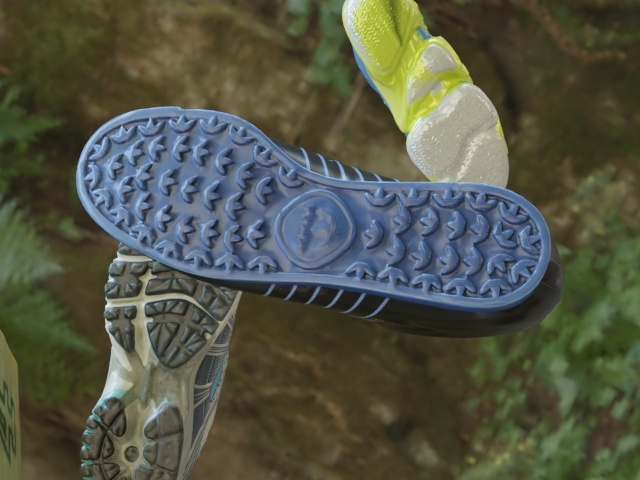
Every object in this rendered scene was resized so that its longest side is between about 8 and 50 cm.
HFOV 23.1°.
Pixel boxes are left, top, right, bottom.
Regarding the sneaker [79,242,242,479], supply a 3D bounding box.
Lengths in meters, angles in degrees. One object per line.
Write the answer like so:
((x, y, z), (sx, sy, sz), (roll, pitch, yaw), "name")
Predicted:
((-0.126, 0.089, 1.312), (0.122, 0.110, 0.283), (24, -96, -79), "sneaker")

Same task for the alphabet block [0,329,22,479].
((-0.364, 0.165, 1.333), (0.193, 0.192, 0.197), (87, 174, -58), "alphabet block")

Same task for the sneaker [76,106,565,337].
((0.000, 0.000, 0.738), (0.090, 0.232, 0.081), (55, -128, -68), "sneaker")

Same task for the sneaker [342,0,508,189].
((0.102, -0.141, 1.503), (0.091, 0.240, 0.126), (-28, 8, 1), "sneaker")
